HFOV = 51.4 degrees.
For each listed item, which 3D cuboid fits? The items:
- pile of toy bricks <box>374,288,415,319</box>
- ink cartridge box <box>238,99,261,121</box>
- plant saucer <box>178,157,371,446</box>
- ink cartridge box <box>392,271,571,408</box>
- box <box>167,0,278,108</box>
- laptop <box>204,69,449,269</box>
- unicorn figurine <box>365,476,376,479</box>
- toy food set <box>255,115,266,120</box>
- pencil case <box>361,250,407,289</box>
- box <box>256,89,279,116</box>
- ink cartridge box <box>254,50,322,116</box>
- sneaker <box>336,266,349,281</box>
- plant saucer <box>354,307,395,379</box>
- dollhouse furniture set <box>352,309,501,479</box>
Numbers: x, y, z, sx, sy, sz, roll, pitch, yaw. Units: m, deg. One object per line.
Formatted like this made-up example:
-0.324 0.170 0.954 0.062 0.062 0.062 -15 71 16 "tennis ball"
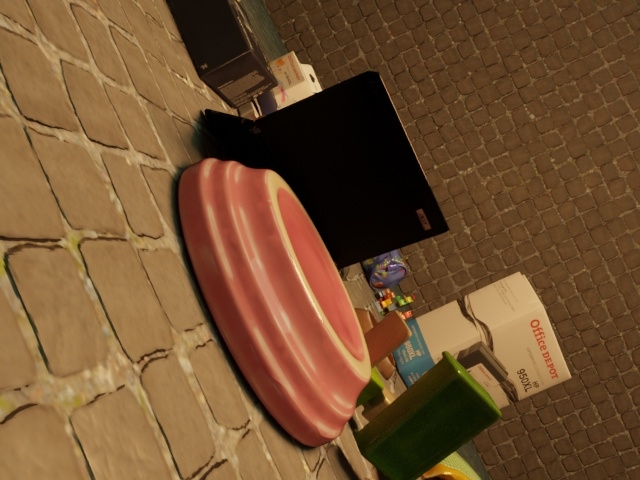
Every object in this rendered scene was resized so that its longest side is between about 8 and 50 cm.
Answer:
0.226 0.188 1.936 0.118 0.105 0.212 65 8 9 "pile of toy bricks"
-0.126 -0.228 1.200 0.048 0.028 0.083 58 9 -47 "ink cartridge box"
-0.033 0.052 0.727 0.332 0.084 0.332 62 7 -14 "plant saucer"
0.415 0.301 1.754 0.285 0.395 0.166 59 9 -31 "ink cartridge box"
-0.155 -0.320 1.077 0.156 0.093 0.158 66 9 11 "box"
-0.001 -0.094 0.871 0.264 0.136 0.234 28 -29 58 "laptop"
0.125 0.366 0.859 0.162 0.060 0.111 64 3 18 "unicorn figurine"
-0.032 -0.130 1.132 0.232 0.111 0.104 26 68 -74 "toy food set"
0.158 -0.003 2.031 0.133 0.119 0.306 103 -28 -52 "pencil case"
-0.094 -0.238 1.256 0.136 0.036 0.225 -109 180 -64 "box"
-0.077 -0.320 1.399 0.092 0.143 0.090 68 8 27 "ink cartridge box"
0.000 0.000 1.178 0.217 0.079 0.121 -91 159 -53 "sneaker"
0.122 0.218 1.437 0.168 0.029 0.168 63 7 -14 "plant saucer"
0.172 0.248 0.891 0.301 0.151 0.197 45 8 -25 "dollhouse furniture set"
